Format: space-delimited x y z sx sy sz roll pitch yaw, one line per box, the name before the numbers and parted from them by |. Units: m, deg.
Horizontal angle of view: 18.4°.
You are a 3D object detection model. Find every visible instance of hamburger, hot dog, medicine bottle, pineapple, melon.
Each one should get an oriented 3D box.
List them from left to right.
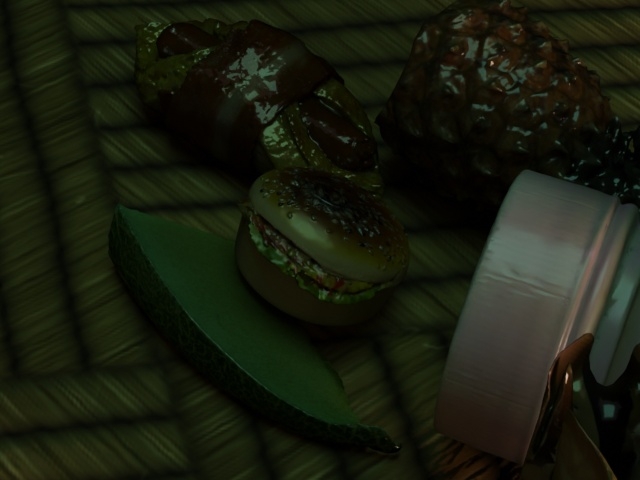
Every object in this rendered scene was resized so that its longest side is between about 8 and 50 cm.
melon | -0.044 0.069 1.364 0.262 0.053 0.114 43 32 27
hot dog | -0.048 -0.113 1.506 0.261 0.093 0.123 29 47 21
hamburger | 0.000 0.000 1.382 0.126 0.081 0.141 41 35 24
pineapple | 0.179 -0.052 1.462 0.279 0.158 0.158 41 51 14
medicine bottle | 0.278 0.100 1.247 0.379 0.213 0.213 18 44 11

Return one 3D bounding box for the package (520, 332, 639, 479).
package | 0.156 0.207 1.038 0.165 0.311 0.221 31 48 20
